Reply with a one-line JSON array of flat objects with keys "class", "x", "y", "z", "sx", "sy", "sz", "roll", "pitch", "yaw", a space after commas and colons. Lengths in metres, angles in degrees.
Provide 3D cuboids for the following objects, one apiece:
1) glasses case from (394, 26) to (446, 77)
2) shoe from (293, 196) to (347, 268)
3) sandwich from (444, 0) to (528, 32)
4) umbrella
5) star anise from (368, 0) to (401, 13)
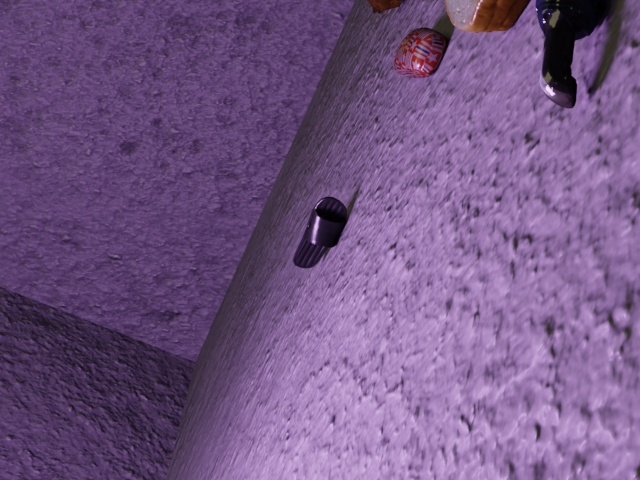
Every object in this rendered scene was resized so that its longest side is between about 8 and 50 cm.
[{"class": "glasses case", "x": 0.144, "y": -0.283, "z": 1.676, "sx": 0.194, "sy": 0.049, "sz": 0.073, "roll": -127, "pitch": 60, "yaw": -81}, {"class": "shoe", "x": 0.000, "y": 0.000, "z": 1.855, "sx": 0.053, "sy": 0.062, "sz": 0.159, "roll": -95, "pitch": 26, "yaw": -46}, {"class": "sandwich", "x": 0.188, "y": -0.344, "z": 1.203, "sx": 0.214, "sy": 0.065, "sz": 0.186, "roll": 130, "pitch": 129, "yaw": -62}, {"class": "umbrella", "x": 0.211, "y": -0.217, "z": 0.953, "sx": 0.071, "sy": 0.071, "sz": 0.248, "roll": 124, "pitch": 167, "yaw": -56}, {"class": "star anise", "x": 0.134, "y": -0.542, "z": 2.187, "sx": 0.346, "sy": 0.148, "sz": 0.237, "roll": -90, "pitch": 2, "yaw": -65}]
